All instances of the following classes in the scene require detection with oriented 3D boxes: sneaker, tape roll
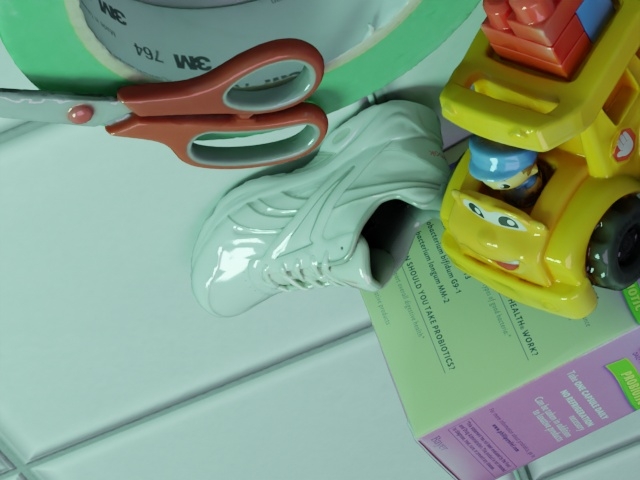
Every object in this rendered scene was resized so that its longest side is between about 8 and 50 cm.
[{"bbox_3d":[0.000,0.000,1.303,0.232,0.115,0.090,-37,142,22],"label":"sneaker"},{"bbox_3d":[-0.043,-0.193,1.061,0.321,0.077,0.321,-14,145,-10],"label":"tape roll"}]

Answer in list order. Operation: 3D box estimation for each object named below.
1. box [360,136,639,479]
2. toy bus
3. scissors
[{"bbox_3d":[0.162,0.029,1.338,0.243,0.213,0.117,-29,144,11],"label":"box"},{"bbox_3d":[0.152,-0.090,1.172,0.220,0.149,0.211,-57,142,-11],"label":"toy bus"},{"bbox_3d":[-0.131,-0.071,1.094,0.297,0.021,0.109,-8,145,-18],"label":"scissors"}]
